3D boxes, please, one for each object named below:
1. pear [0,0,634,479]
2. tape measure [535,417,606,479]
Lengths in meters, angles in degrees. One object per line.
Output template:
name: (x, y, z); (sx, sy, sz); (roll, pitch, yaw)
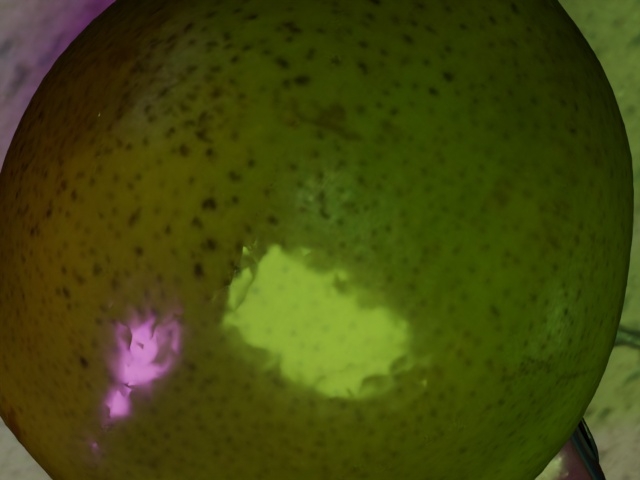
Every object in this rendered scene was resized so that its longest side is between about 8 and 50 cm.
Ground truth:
pear: (0.000, 0.000, 0.797); (0.294, 0.294, 0.294); (-6, 126, -8)
tape measure: (0.101, 0.107, 0.983); (0.074, 0.118, 0.125); (-30, 122, 8)
